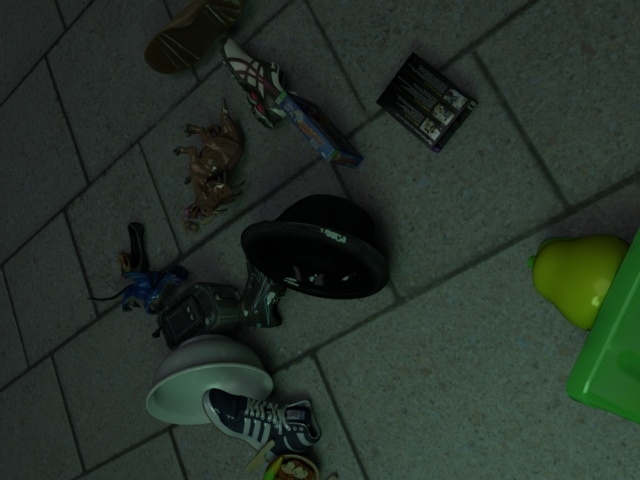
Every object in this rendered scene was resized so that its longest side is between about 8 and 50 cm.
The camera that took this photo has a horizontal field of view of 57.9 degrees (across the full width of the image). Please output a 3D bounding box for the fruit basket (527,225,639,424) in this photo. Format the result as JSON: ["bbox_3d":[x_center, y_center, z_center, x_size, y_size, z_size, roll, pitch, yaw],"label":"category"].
[{"bbox_3d":[0.534,0.107,0.943,0.392,0.282,0.392,-162,90,-73],"label":"fruit basket"}]

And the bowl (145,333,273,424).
[{"bbox_3d":[-0.268,0.317,1.389,0.298,0.298,0.134,-37,48,25],"label":"bowl"}]

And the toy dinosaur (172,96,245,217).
[{"bbox_3d":[-0.258,-0.202,1.482,0.200,0.127,0.296,27,89,22],"label":"toy dinosaur"}]

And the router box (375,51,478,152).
[{"bbox_3d":[0.222,-0.293,1.230,0.179,0.046,0.133,48,111,24],"label":"router box"}]

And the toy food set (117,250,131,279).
[{"bbox_3d":[-0.574,0.073,1.695,0.082,0.020,0.083,-26,73,56],"label":"toy food set"}]

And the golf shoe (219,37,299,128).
[{"bbox_3d":[-0.155,-0.411,1.449,0.120,0.105,0.273,-34,76,9],"label":"golf shoe"}]

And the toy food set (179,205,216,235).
[{"bbox_3d":[-0.341,-0.067,1.578,0.122,0.019,0.078,-34,71,26],"label":"toy food set"}]

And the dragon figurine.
[{"bbox_3d":[-0.499,0.125,1.607,0.289,0.085,0.144,5,93,17],"label":"dragon figurine"}]

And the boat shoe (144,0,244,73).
[{"bbox_3d":[-0.332,-0.571,1.555,0.341,0.121,0.110,-26,37,25],"label":"boat shoe"}]

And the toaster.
[{"bbox_3d":[-0.302,0.196,1.467,0.227,0.146,0.129,-38,69,24],"label":"toaster"}]

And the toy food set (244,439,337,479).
[{"bbox_3d":[-0.066,0.538,1.304,0.192,0.038,0.132,32,113,-10],"label":"toy food set"}]

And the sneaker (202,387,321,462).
[{"bbox_3d":[-0.123,0.398,1.314,0.153,0.099,0.282,-37,114,21],"label":"sneaker"}]

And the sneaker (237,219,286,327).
[{"bbox_3d":[-0.129,0.085,1.413,0.106,0.101,0.267,8,94,13],"label":"sneaker"}]

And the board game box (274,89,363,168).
[{"bbox_3d":[-0.002,-0.251,1.312,0.035,0.136,0.201,-47,65,21],"label":"board game box"}]

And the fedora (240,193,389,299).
[{"bbox_3d":[0.000,0.000,1.265,0.334,0.334,0.153,0,55,31],"label":"fedora"}]

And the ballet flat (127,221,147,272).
[{"bbox_3d":[-0.537,0.033,1.674,0.057,0.049,0.173,-9,85,29],"label":"ballet flat"}]
